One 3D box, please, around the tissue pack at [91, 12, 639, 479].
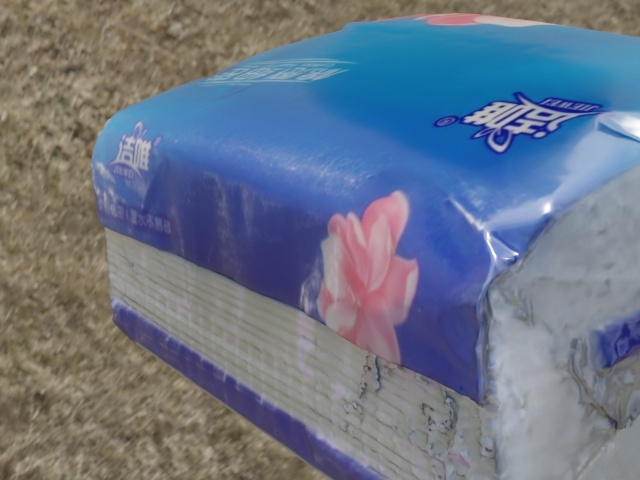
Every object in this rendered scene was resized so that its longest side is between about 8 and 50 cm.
[{"bbox_3d":[0.054,-0.007,0.517,0.209,0.270,0.137,-22,116,-26],"label":"tissue pack"}]
